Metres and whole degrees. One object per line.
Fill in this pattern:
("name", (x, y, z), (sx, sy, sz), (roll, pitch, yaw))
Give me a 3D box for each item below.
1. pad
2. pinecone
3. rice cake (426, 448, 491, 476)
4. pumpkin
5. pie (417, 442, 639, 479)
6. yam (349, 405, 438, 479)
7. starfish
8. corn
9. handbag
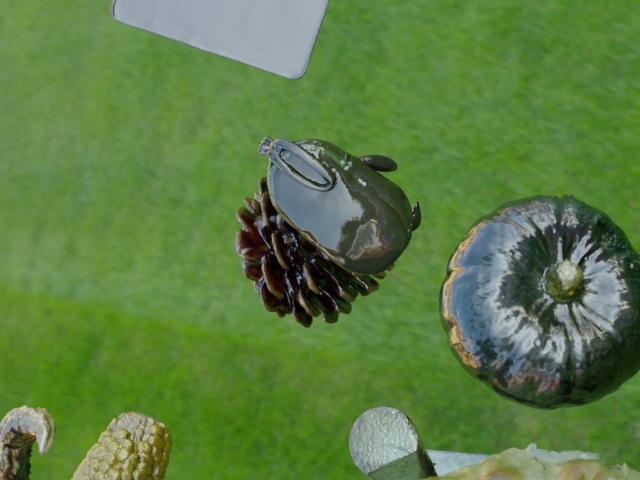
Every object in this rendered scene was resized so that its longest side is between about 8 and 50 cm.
("pad", (-0.071, -0.197, 1.165), (0.003, 0.157, 0.112), (83, -155, -86))
("pinecone", (0.000, 0.000, 1.860), (0.208, 0.207, 0.208), (-30, 52, 49))
("rice cake", (0.189, 0.240, 1.525), (0.034, 0.211, 0.043), (83, -163, -50))
("pumpkin", (0.220, 0.058, 1.461), (0.152, 0.211, 0.212), (145, 137, -80))
("pie", (0.069, 0.279, 0.925), (0.395, 0.180, 0.418), (-30, 23, 3))
("yam", (0.071, 0.206, 1.401), (0.169, 0.068, 0.068), (65, -157, -65))
("starfish", (-0.237, 0.206, 1.031), (0.071, 0.238, 0.216), (39, 86, 25))
("corn", (-0.260, 0.349, 1.742), (0.119, 0.119, 0.322), (-3, 56, 57))
("handbag", (0.010, -0.027, 0.930), (0.072, 0.111, 0.047), (-50, 11, 20))
